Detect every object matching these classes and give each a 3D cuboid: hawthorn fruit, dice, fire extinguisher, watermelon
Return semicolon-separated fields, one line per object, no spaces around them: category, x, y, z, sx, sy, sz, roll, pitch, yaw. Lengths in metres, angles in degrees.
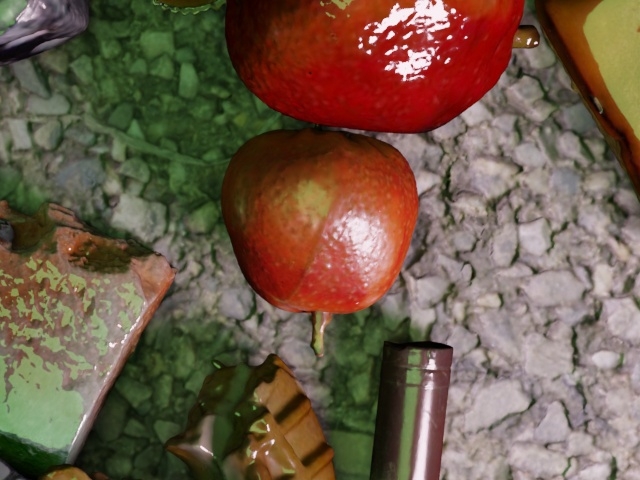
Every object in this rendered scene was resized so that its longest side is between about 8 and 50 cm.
hawthorn fruit;0.000;0.000;1.535;0.196;0.196;0.225;2;99;6
hawthorn fruit;0.063;-0.226;1.489;0.307;0.265;0.265;10;94;-23
dice;-0.340;-0.264;1.563;0.182;0.183;0.181;-16;92;8
fire extinguisher;0.075;0.233;1.591;0.089;0.072;0.268;7;94;12
watermelon;-0.323;0.095;1.585;0.264;0.151;0.302;32;96;0

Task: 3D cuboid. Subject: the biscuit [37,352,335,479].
biscuit;-0.116;0.279;1.490;0.115;0.366;0.268;-24;94;45

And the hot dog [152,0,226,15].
hot dog;-0.084;-0.339;1.584;0.144;0.075;0.268;41;95;3

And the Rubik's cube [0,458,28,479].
Rubik's cube;-0.339;0.389;1.524;0.238;0.237;0.237;35;128;6

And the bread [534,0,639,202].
bread;0.409;-0.166;1.502;0.333;0.143;0.323;-32;90;6
